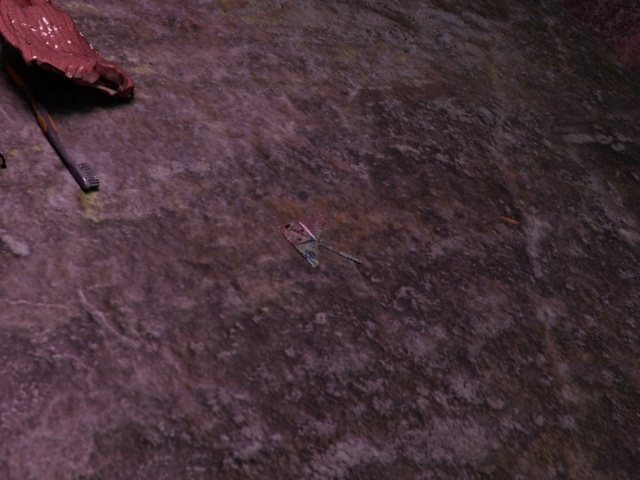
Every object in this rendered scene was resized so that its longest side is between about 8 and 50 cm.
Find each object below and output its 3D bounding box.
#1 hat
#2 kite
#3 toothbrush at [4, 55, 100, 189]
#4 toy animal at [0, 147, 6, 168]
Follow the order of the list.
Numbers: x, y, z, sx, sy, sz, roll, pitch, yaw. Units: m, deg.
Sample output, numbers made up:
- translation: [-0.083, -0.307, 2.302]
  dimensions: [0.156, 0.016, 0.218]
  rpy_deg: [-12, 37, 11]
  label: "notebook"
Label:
- translation: [-0.466, -0.345, 1.354]
  dimensions: [0.286, 0.107, 0.236]
  rpy_deg: [48, 15, 22]
  label: "hat"
- translation: [0.000, 0.000, 1.334]
  dimensions: [0.152, 0.005, 0.137]
  rpy_deg: [20, 40, -12]
  label: "kite"
- translation: [-0.440, -0.194, 1.269]
  dimensions: [0.031, 0.023, 0.321]
  rpy_deg: [-12, 55, -48]
  label: "toothbrush"
- translation: [-0.544, -0.121, 0.969]
  dimensions: [0.289, 0.249, 0.174]
  rpy_deg: [-21, 93, -54]
  label: "toy animal"
